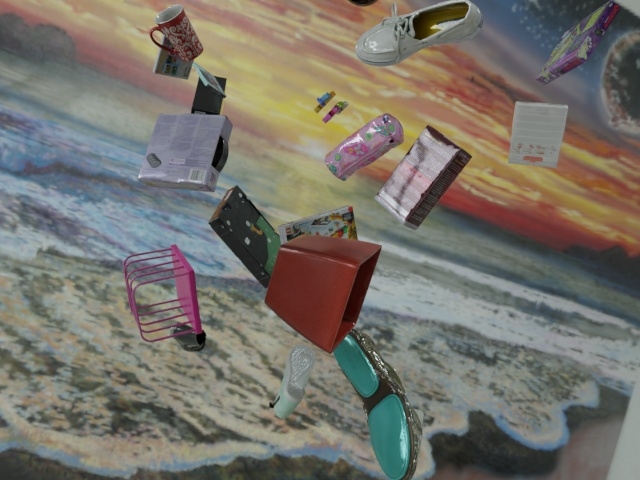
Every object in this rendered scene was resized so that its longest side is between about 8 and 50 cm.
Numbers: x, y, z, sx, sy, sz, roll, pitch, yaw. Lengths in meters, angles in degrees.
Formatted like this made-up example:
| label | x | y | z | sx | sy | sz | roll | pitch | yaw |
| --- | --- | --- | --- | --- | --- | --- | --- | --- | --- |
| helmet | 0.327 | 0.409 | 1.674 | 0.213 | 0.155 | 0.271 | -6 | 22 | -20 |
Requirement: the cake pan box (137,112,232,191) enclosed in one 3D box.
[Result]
| label | x | y | z | sx | sy | sz | roll | pitch | yaw |
| --- | --- | --- | --- | --- | --- | --- | --- | --- | --- |
| cake pan box | -0.424 | -0.283 | 1.979 | 0.267 | 0.246 | 0.070 | 5 | -17 | 19 |

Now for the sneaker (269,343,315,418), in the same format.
| label | x | y | z | sx | sy | sz | roll | pitch | yaw |
| --- | --- | --- | --- | --- | --- | --- | --- | --- | --- |
| sneaker | -0.097 | 0.462 | 2.052 | 0.094 | 0.151 | 0.256 | 26 | 35 | -5 |

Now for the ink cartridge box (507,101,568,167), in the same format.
| label | x | y | z | sx | sy | sz | roll | pitch | yaw |
| --- | --- | --- | --- | --- | --- | --- | --- | --- | --- |
| ink cartridge box | 0.791 | -0.388 | 2.278 | 0.181 | 0.224 | 0.056 | 8 | 26 | 15 |

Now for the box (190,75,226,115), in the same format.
| label | x | y | z | sx | sy | sz | roll | pitch | yaw |
| --- | --- | --- | --- | --- | --- | --- | --- | --- | --- |
| box | -0.399 | -0.421 | 2.187 | 0.103 | 0.184 | 0.261 | 7 | -37 | -10 |

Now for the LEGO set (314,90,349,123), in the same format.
| label | x | y | z | sx | sy | sz | roll | pitch | yaw |
| --- | --- | --- | --- | --- | --- | --- | --- | --- | --- |
| LEGO set | 0.024 | -0.478 | 2.247 | 0.087 | 0.093 | 0.227 | 46 | 21 | -3 |

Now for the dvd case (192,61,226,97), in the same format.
| label | x | y | z | sx | sy | sz | roll | pitch | yaw |
| --- | --- | --- | --- | --- | --- | --- | --- | --- | --- |
| dvd case | -0.333 | -0.481 | 1.876 | 0.087 | 0.013 | 0.119 | 58 | 12 | 16 |

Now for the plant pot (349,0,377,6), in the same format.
| label | x | y | z | sx | sy | sz | roll | pitch | yaw |
| --- | --- | --- | --- | --- | --- | --- | --- | --- | --- |
| plant pot | 0.094 | -0.812 | 1.920 | 0.167 | 0.167 | 0.165 | 20 | 10 | -33 |

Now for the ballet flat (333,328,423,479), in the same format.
| label | x | y | z | sx | sy | sz | roll | pitch | yaw |
| --- | --- | --- | --- | --- | --- | --- | --- | --- | --- |
| ballet flat | 0.195 | 0.459 | 1.799 | 0.182 | 0.164 | 0.483 | 16 | 36 | -42 |

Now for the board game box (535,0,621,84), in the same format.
| label | x | y | z | sx | sy | sz | roll | pitch | yaw |
| --- | --- | --- | --- | --- | --- | --- | --- | --- | --- |
| board game box | 0.853 | -0.652 | 2.092 | 0.056 | 0.208 | 0.347 | 37 | 2 | -2 |

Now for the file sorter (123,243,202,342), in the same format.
| label | x | y | z | sx | sy | sz | roll | pitch | yaw |
| --- | --- | --- | --- | --- | --- | --- | --- | --- | --- |
| file sorter | -0.494 | 0.159 | 1.914 | 0.182 | 0.202 | 0.291 | -11 | 19 | -21 |

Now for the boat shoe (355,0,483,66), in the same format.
| label | x | y | z | sx | sy | sz | roll | pitch | yaw |
| --- | --- | --- | --- | --- | --- | --- | --- | --- | --- |
| boat shoe | 0.247 | -0.578 | 1.707 | 0.367 | 0.136 | 0.156 | -5 | -6 | 27 |

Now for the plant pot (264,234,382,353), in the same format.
| label | x | y | z | sx | sy | sz | roll | pitch | yaw |
| --- | --- | --- | --- | --- | --- | --- | --- | --- | --- |
| plant pot | -0.002 | 0.117 | 1.754 | 0.236 | 0.267 | 0.267 | 22 | 16 | 13 |

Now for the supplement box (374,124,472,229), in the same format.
| label | x | y | z | sx | sy | sz | roll | pitch | yaw |
| --- | --- | --- | --- | --- | --- | --- | --- | --- | --- |
| supplement box | 0.263 | -0.162 | 1.612 | 0.073 | 0.239 | 0.130 | 19 | 22 | -50 |

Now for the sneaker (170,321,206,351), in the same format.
| label | x | y | z | sx | sy | sz | roll | pitch | yaw |
| --- | --- | --- | --- | --- | --- | --- | --- | --- | --- |
| sneaker | -0.466 | 0.380 | 2.344 | 0.118 | 0.083 | 0.222 | 13 | -21 | 23 |

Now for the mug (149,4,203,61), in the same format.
| label | x | y | z | sx | sy | sz | roll | pitch | yaw |
| --- | --- | --- | --- | --- | --- | --- | --- | --- | --- |
| mug | -0.515 | -0.737 | 2.239 | 0.150 | 0.113 | 0.169 | -3 | -40 | 26 |

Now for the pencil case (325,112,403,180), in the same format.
| label | x | y | z | sx | sy | sz | roll | pitch | yaw |
| --- | --- | --- | --- | --- | --- | --- | --- | --- | --- |
| pencil case | 0.150 | -0.313 | 2.101 | 0.284 | 0.124 | 0.124 | -30 | -33 | 33 |

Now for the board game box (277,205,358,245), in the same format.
| label | x | y | z | sx | sy | sz | roll | pitch | yaw |
| --- | --- | --- | --- | --- | --- | --- | --- | --- | --- |
| board game box | 0.000 | 0.000 | 2.285 | 0.305 | 0.193 | 0.053 | -18 | 15 | -30 |

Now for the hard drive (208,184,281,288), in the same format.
| label | x | y | z | sx | sy | sz | roll | pitch | yaw |
| --- | --- | --- | --- | --- | --- | --- | --- | --- | --- |
| hard drive | -0.260 | -0.014 | 2.329 | 0.064 | 0.237 | 0.339 | -27 | -64 | 28 |

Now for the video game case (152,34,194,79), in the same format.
| label | x | y | z | sx | sy | sz | roll | pitch | yaw |
| --- | --- | --- | --- | --- | --- | --- | --- | --- | --- |
| video game case | -0.545 | -0.692 | 2.352 | 0.143 | 0.157 | 0.019 | 1 | 36 | -39 |
